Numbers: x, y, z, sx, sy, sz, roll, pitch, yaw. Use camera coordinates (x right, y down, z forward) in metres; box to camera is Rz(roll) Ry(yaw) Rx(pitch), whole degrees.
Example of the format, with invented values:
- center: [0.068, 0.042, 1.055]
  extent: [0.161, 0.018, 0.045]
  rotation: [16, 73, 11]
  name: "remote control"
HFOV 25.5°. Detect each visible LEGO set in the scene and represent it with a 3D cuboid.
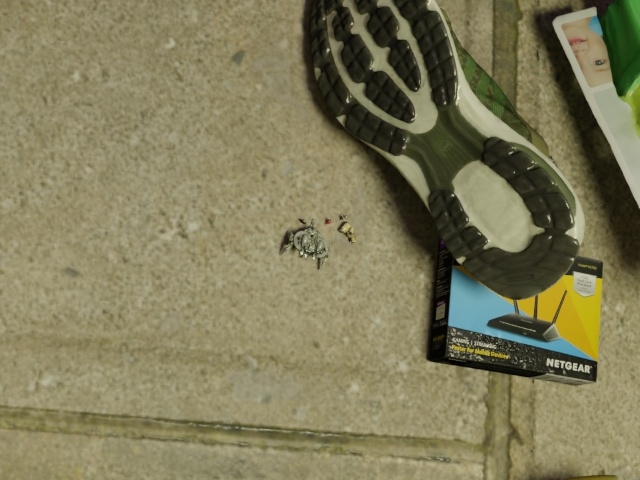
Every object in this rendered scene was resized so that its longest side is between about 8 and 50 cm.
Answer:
- center: [0.000, -0.003, 1.416]
  extent: [0.083, 0.023, 0.054]
  rotation: [-40, 96, -24]
  name: "LEGO set"

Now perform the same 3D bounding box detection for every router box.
- center: [0.205, 0.073, 1.474]
  extent: [0.178, 0.046, 0.133]
  rotation: [11, 75, -20]
  name: "router box"

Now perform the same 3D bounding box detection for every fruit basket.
- center: [0.458, -0.132, 1.519]
  extent: [0.327, 0.165, 0.353]
  rotation: [-15, 64, -17]
  name: "fruit basket"

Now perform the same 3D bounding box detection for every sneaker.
- center: [0.136, -0.126, 1.460]
  extent: [0.410, 0.158, 0.182]
  rotation: [58, 23, 10]
  name: "sneaker"

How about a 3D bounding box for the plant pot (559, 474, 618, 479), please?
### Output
- center: [0.240, 0.295, 1.409]
  extent: [0.095, 0.134, 0.134]
  rotation: [7, 75, 4]
  name: "plant pot"
